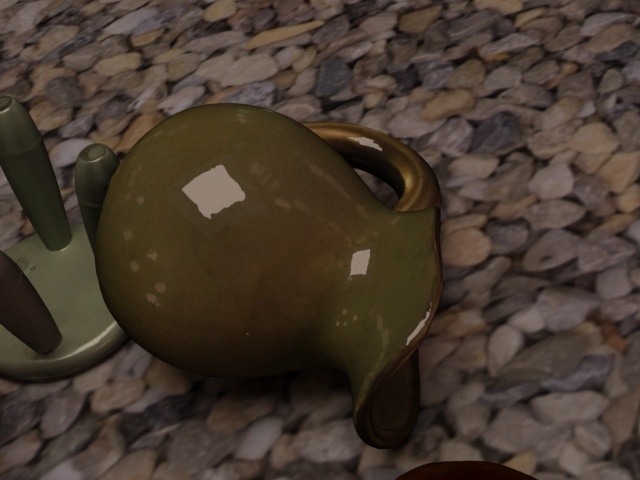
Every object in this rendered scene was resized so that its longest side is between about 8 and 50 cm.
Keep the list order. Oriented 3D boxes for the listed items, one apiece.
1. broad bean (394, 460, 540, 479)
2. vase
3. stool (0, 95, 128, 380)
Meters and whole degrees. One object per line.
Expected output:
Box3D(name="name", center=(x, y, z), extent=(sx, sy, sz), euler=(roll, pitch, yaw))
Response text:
Box3D(name="broad bean", center=(0.121, 0.218, 0.825), extent=(0.165, 0.084, 0.114), euler=(15, 36, 34))
Box3D(name="vase", center=(-0.008, -0.006, 0.977), extent=(0.302, 0.241, 0.329), euler=(20, 44, 16))
Box3D(name="stool", center=(-0.280, 0.001, 1.048), extent=(0.195, 0.199, 0.195), euler=(26, 57, 34))
